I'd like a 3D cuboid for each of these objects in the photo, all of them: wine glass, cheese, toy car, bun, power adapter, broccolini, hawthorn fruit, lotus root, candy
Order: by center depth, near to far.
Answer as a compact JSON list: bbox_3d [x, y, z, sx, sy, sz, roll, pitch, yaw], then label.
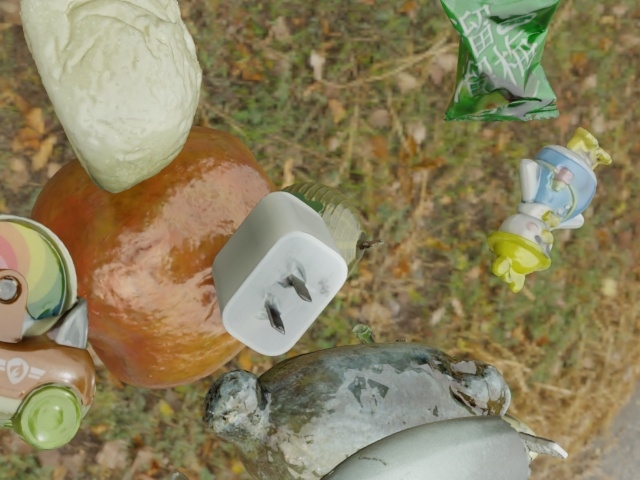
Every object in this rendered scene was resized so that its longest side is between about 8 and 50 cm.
[{"bbox_3d":[0.020,0.137,0.574,0.198,0.066,0.066,-8,104,-26],"label":"wine glass"},{"bbox_3d":[-0.323,0.083,1.057,0.235,0.145,0.235,-3,95,-35],"label":"toy car"},{"bbox_3d":[0.036,0.189,1.067,0.350,0.175,0.175,3,95,-31],"label":"lotus root"},{"bbox_3d":[0.202,-0.220,1.188,0.141,0.078,0.203,-18,135,-13],"label":"candy"},{"bbox_3d":[-0.061,0.055,1.512,0.124,0.255,0.187,35,101,-20],"label":"power adapter"},{"bbox_3d":[-0.296,-0.254,1.548,0.227,0.352,0.348,-20,121,-9],"label":"bun"},{"bbox_3d":[0.303,0.305,1.607,0.127,0.251,0.054,41,76,-11],"label":"cheese"},{"bbox_3d":[0.107,0.178,1.684,0.254,0.058,0.071,52,21,-67],"label":"broccolini"},{"bbox_3d":[-0.254,0.020,1.829,0.472,0.472,0.471,-12,106,-47],"label":"hawthorn fruit"}]

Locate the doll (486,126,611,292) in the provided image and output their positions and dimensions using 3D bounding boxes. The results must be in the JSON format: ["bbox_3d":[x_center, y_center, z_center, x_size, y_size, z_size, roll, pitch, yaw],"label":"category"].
[{"bbox_3d":[0.308,-0.042,1.440,0.241,0.099,0.135,-58,158,-12],"label":"doll"}]

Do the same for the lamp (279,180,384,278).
[{"bbox_3d":[0.000,0.000,2.225,0.250,0.284,0.250,7,90,-72],"label":"lamp"}]
